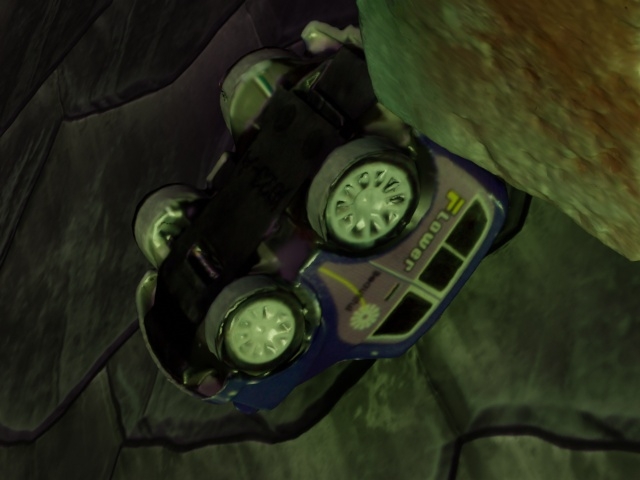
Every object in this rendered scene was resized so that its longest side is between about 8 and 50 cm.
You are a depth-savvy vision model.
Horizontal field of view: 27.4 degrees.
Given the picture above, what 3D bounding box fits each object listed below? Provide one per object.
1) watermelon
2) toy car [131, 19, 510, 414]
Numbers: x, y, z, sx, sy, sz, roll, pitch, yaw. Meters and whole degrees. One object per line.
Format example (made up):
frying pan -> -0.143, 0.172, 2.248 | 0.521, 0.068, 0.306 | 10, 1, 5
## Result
watermelon -> 0.104, -0.138, 0.593 | 0.151, 0.264, 0.302 | -28, 62, -17
toy car -> 0.000, 0.000, 0.804 | 0.235, 0.158, 0.172 | -53, 36, 7
